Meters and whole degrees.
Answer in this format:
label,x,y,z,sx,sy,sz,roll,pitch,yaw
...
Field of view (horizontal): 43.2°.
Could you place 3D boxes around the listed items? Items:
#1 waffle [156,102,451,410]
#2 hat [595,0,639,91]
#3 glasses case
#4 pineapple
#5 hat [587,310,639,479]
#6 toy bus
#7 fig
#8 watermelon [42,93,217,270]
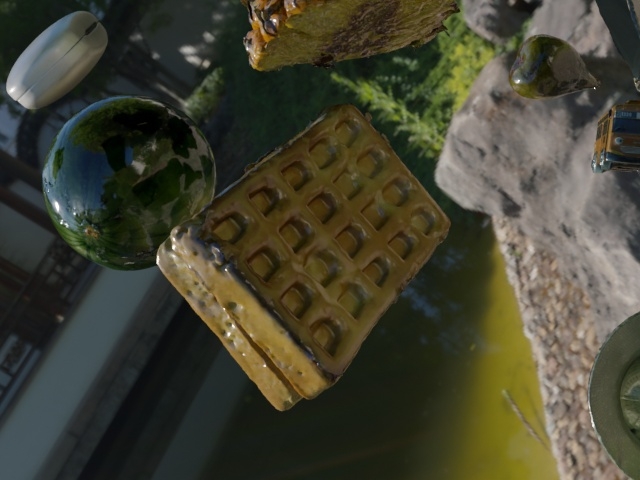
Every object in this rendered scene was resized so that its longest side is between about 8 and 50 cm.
label,x,y,z,sx,sy,sz,roll,pitch,yaw
waffle,0.000,0.000,0.870,0.098,0.224,0.327,-34,8,42
hat,0.413,-0.217,0.897,0.149,0.244,0.214,-19,33,11
glasses case,-0.269,-0.190,0.837,0.092,0.059,0.233,-40,23,7
pineapple,0.051,-0.410,1.158,0.286,0.344,0.209,129,124,-64
hat,0.468,0.215,1.087,0.257,0.257,0.130,-58,-4,-8
toy bus,0.511,-0.166,1.331,0.201,0.098,0.114,-9,-75,-77
fig,0.473,-0.339,1.658,0.127,0.185,0.132,-7,67,49
watermelon,-0.261,-0.081,1.117,0.242,0.242,0.242,-50,17,21
